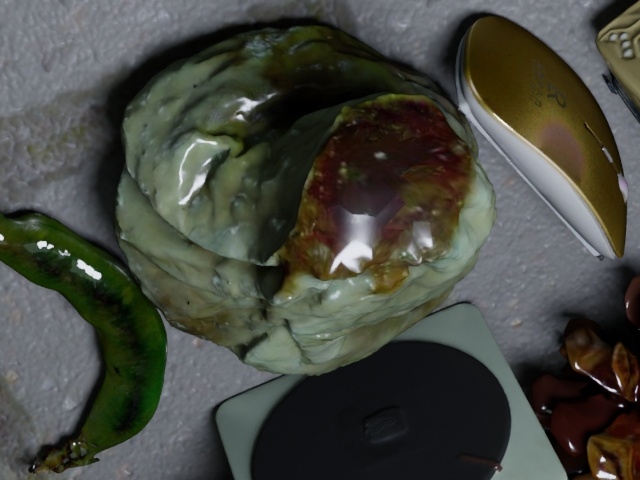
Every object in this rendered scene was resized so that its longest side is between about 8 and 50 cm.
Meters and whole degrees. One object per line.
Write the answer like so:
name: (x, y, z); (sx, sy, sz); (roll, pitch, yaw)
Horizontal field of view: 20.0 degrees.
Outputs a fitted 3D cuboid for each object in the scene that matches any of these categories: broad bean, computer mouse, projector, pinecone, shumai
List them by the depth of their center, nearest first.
shumai: (0.015, 0.000, 1.376); (0.309, 0.263, 0.304); (-14, 110, -15)
computer mouse: (0.195, -0.084, 1.492); (0.056, 0.126, 0.245); (-22, 130, 31)
broad bean: (-0.202, 0.081, 1.522); (0.144, 0.049, 0.292); (-13, 126, -6)
projector: (0.059, 0.193, 1.544); (0.257, 0.259, 0.079); (-23, 127, 0)
pinecone: (0.300, 0.174, 1.617); (0.264, 0.264, 0.264); (-8, 125, -11)

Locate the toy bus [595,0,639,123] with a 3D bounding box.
toy bus: (0.390, -0.060, 1.509); (0.177, 0.202, 0.365); (-36, 126, 8)
